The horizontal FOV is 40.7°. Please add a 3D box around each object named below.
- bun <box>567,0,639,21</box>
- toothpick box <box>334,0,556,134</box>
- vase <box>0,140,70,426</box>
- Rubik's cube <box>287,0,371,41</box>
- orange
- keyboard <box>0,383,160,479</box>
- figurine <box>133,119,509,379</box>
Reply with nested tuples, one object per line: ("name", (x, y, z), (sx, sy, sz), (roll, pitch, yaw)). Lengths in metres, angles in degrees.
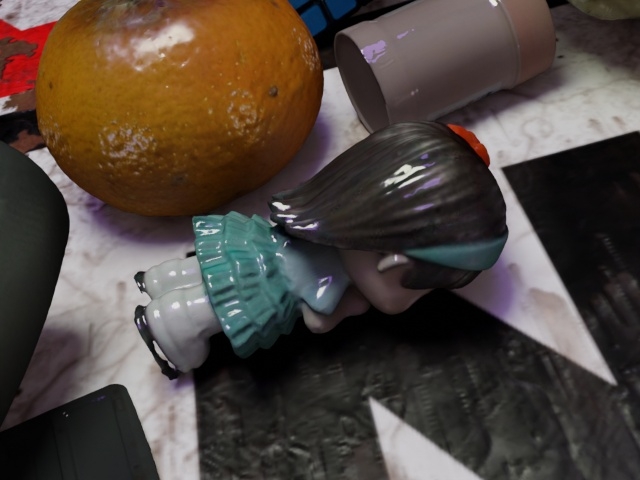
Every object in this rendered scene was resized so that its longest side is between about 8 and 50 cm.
("bun", (0.277, -0.275, 0.670), (0.365, 0.219, 0.365), (12, 17, -4))
("toothpick box", (0.098, -0.150, 0.690), (0.149, 0.098, 0.098), (-25, 42, -9))
("vase", (-0.241, 0.103, 0.453), (0.173, 0.173, 0.321), (-8, 57, 10))
("Rubik's cube", (-0.047, -0.313, 0.829), (0.184, 0.182, 0.187), (-37, 43, -3))
("orange", (-0.111, -0.125, 0.677), (0.224, 0.170, 0.224), (-8, 44, 8))
("keyboard", (-0.141, 0.154, 0.491), (0.104, 0.041, 0.381), (-23, 48, -8))
("figurine", (0.000, 0.000, 0.557), (0.246, 0.110, 0.137), (-22, 38, 6))
